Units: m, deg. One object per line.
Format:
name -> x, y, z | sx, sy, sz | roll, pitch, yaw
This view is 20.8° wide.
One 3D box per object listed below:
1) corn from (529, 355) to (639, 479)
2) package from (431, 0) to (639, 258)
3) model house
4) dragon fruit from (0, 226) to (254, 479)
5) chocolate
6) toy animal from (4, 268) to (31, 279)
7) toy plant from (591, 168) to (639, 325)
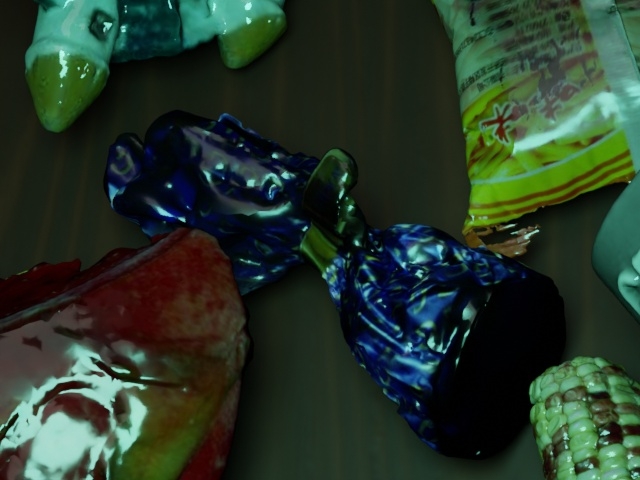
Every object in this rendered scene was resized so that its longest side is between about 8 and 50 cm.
corn -> 0.178, 0.165, 0.962 | 0.086, 0.086, 0.253 | -20, 54, 4
package -> 0.169, -0.133, 1.143 | 0.223, 0.108, 0.288 | -19, 58, 6
model house -> -0.127, -0.208, 1.219 | 0.184, 0.253, 0.291 | 6, 77, 35
dragon fruit -> -0.201, 0.137, 1.030 | 0.343, 0.100, 0.282 | -16, 72, 11
chocolate -> -0.005, -0.001, 1.099 | 0.343, 0.148, 0.126 | 31, 44, 32
toy animal -> -0.247, 0.055, 1.174 | 0.159, 0.070, 0.083 | -34, 61, -14
toy plant -> 0.319, 0.105, 0.902 | 0.279, 0.185, 0.400 | -43, 66, 0
